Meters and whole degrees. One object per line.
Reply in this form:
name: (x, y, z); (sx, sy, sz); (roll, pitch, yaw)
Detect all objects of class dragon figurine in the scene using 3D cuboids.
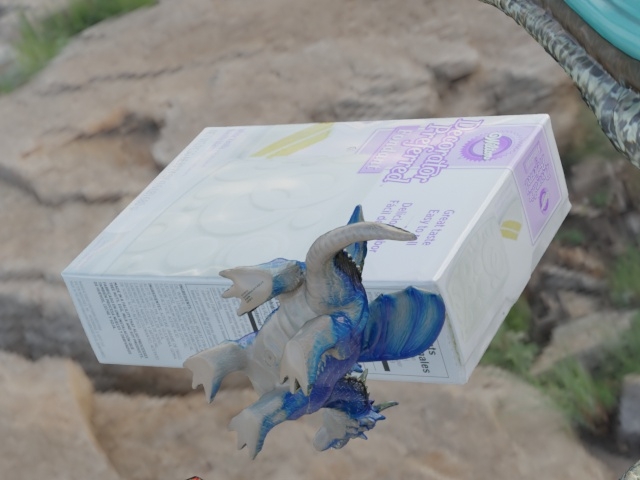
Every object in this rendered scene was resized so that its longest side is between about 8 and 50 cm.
dragon figurine: (0.013, 0.041, 0.904); (0.144, 0.289, 0.085); (-26, 65, -36)

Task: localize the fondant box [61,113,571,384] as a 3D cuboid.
fondant box: (0.000, 0.000, 1.226); (0.330, 0.096, 0.238); (1, 34, 30)

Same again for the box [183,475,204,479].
box: (-0.051, 0.208, 0.842); (0.094, 0.137, 0.027); (23, 22, 33)

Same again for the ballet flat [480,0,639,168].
ballet flat: (0.122, -0.122, 0.616); (0.164, 0.182, 0.483); (-36, 35, 9)

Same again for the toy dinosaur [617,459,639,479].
toy dinosaur: (0.365, 0.165, 1.332); (0.268, 0.064, 0.118); (-25, -2, -8)
